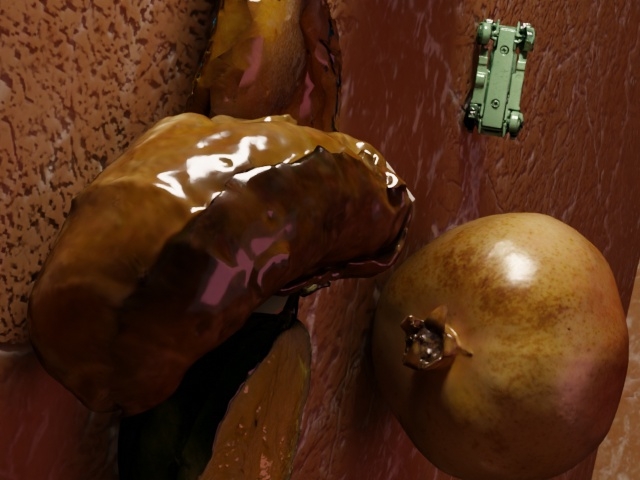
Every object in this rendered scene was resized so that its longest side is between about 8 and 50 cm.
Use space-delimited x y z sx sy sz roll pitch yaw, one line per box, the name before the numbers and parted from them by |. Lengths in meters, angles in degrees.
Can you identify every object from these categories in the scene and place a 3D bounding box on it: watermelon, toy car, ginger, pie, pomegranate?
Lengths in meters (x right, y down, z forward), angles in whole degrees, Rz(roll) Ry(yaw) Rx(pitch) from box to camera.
watermelon | -0.086 0.144 1.087 0.204 0.127 0.232 -19 121 -68
toy car | 0.220 -0.198 1.711 0.054 0.073 0.143 -34 132 -79
ginger | -0.068 -0.009 0.984 0.321 0.165 0.172 -28 103 -33
pie | -0.040 -0.126 1.156 0.273 0.069 0.273 13 90 -71
pomegranate | 0.192 0.116 1.522 0.319 0.319 0.319 11 90 -67

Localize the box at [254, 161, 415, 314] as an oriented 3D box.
box | 0.000 0.000 1.228 0.051 0.130 0.129 52 37 -4
